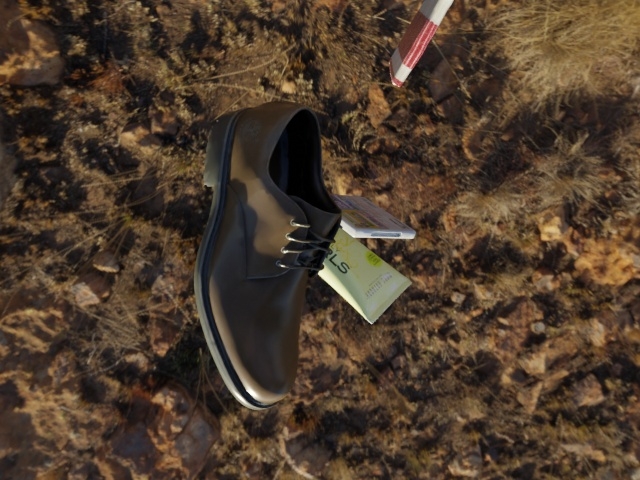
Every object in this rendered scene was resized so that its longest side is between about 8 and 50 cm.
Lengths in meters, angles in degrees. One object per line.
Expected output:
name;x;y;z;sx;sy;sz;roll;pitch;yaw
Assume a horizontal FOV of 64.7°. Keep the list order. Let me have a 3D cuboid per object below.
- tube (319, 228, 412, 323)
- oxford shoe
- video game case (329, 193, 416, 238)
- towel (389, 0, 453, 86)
tube;0.000;0.000;0.639;0.240;0.062;0.070;40;90;16
oxford shoe;-0.033;0.008;0.361;0.096;0.083;0.227;-4;86;39
video game case;0.092;-0.061;1.211;0.193;0.212;0.023;1;117;-38
towel;0.225;-0.444;0.908;0.037;0.237;0.329;28;117;-8
